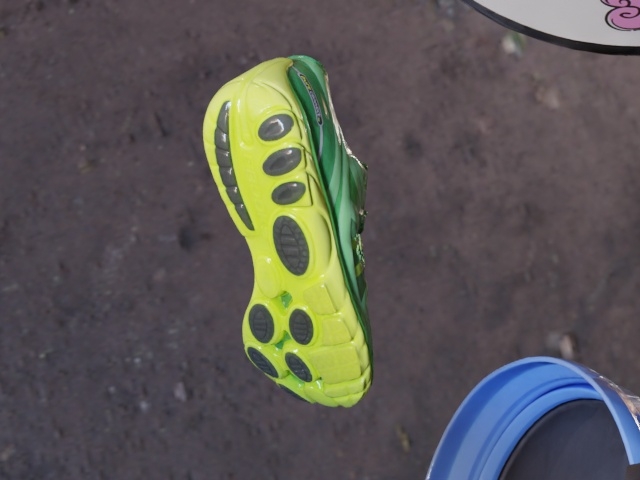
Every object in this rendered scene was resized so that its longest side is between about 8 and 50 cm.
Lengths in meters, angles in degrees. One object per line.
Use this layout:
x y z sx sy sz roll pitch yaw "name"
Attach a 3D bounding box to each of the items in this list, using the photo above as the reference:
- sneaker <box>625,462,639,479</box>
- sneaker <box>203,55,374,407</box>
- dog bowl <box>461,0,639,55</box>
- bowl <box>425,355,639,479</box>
0.198 0.110 0.579 0.222 0.118 0.083 37 43 -57 "sneaker"
0.000 0.000 1.057 0.123 0.109 0.295 -47 138 -44 "sneaker"
0.204 -0.329 0.872 0.150 0.408 0.408 44 37 -76 "dog bowl"
0.206 0.304 1.318 0.077 0.391 0.391 13 65 -23 "bowl"
